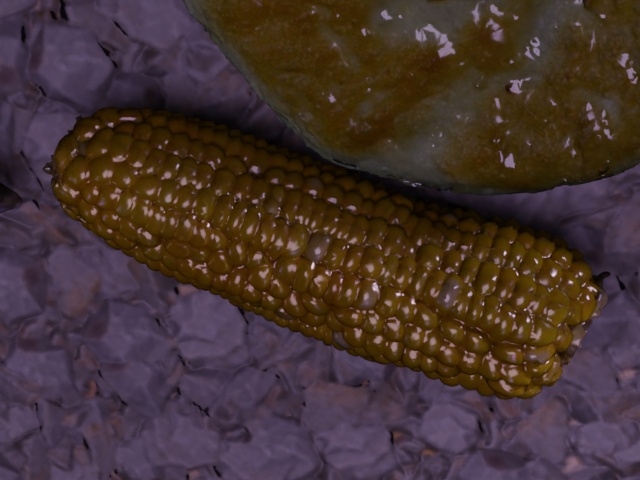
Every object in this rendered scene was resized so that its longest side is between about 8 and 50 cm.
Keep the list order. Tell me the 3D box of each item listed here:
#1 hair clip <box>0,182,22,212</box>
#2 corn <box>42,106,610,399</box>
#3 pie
[{"bbox_3d":[-0.315,-0.018,0.996,0.292,0.084,0.106,-11,155,16],"label":"hair clip"},{"bbox_3d":[-0.001,0.004,0.948,0.313,0.102,0.102,20,115,4],"label":"corn"},{"bbox_3d":[0.064,-0.150,0.835,0.323,0.070,0.323,14,132,16],"label":"pie"}]
